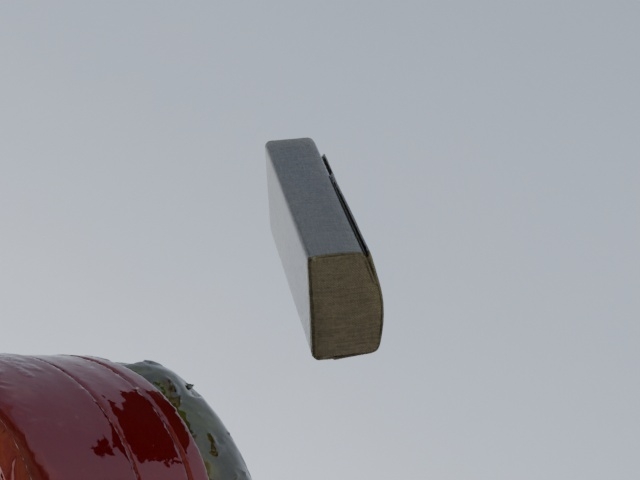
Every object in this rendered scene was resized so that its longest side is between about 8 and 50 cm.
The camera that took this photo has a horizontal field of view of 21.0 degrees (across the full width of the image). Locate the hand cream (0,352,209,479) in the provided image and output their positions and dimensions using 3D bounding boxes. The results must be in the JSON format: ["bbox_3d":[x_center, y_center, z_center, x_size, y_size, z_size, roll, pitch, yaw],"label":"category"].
[{"bbox_3d":[-0.186,0.173,0.987,0.230,0.149,0.230,-5,-99,36],"label":"hand cream"}]

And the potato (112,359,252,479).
[{"bbox_3d":[-0.107,0.191,1.149,0.113,0.149,0.251,-50,-124,46],"label":"potato"}]

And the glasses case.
[{"bbox_3d":[0.000,0.000,1.110,0.047,0.205,0.070,-7,-67,-6],"label":"glasses case"}]
